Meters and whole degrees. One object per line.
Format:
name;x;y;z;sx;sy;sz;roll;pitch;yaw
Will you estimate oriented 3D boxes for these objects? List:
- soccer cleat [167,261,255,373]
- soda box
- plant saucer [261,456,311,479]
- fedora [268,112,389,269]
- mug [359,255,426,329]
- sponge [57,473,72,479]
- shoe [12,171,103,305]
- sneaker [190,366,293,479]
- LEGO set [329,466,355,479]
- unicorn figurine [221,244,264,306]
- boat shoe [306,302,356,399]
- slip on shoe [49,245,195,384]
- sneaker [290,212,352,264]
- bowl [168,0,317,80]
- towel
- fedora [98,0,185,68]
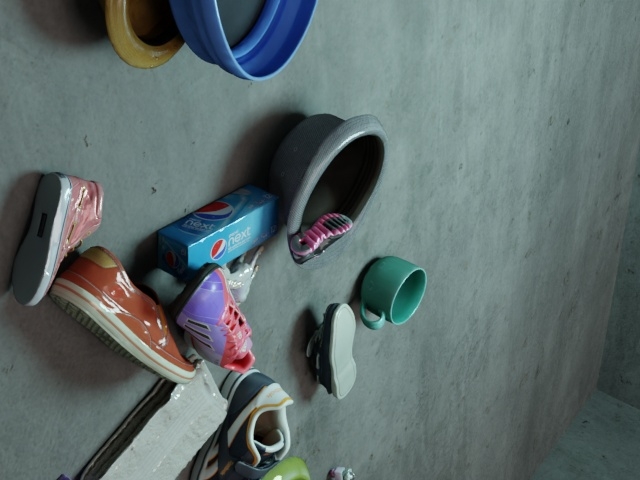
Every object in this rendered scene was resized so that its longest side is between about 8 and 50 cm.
soccer cleat;-0.152;0.124;1.583;0.108;0.116;0.318;-48;169;-16
soda box;-0.156;-0.013;1.620;0.210;0.067;0.071;-32;137;-44
plant saucer;-0.090;0.573;2.198;0.241;0.037;0.241;-37;140;-39
fedora;-0.005;-0.101;1.737;0.244;0.124;0.275;-11;128;-54
mug;0.136;0.100;2.142;0.158;0.097;0.129;-17;127;-52
sponge;-0.431;0.468;1.579;0.210;0.031;0.117;-49;147;-24
shoe;-0.336;0.001;1.347;0.081;0.063;0.178;8;101;-54
sneaker;-0.143;0.395;1.893;0.126;0.127;0.321;-12;123;-56
LEGO set;-0.005;0.610;2.275;0.287;0.107;0.132;-30;110;-65
unicorn figurine;-0.133;0.055;1.690;0.162;0.060;0.111;79;28;-48
boat shoe;0.022;0.211;2.063;0.095;0.079;0.254;-48;149;-31
slip on shoe;-0.264;0.118;1.507;0.101;0.123;0.331;-59;145;-18
sneaker;0.000;0.000;1.673;0.119;0.047;0.057;-29;147;-26
bowl;-0.086;-0.404;1.334;0.391;0.077;0.391;12;90;-72
towel;-0.266;0.336;1.728;0.282;0.049;0.187;-50;147;-24
fedora;-0.221;-0.307;1.285;0.194;0.079;0.194;-48;152;-37
